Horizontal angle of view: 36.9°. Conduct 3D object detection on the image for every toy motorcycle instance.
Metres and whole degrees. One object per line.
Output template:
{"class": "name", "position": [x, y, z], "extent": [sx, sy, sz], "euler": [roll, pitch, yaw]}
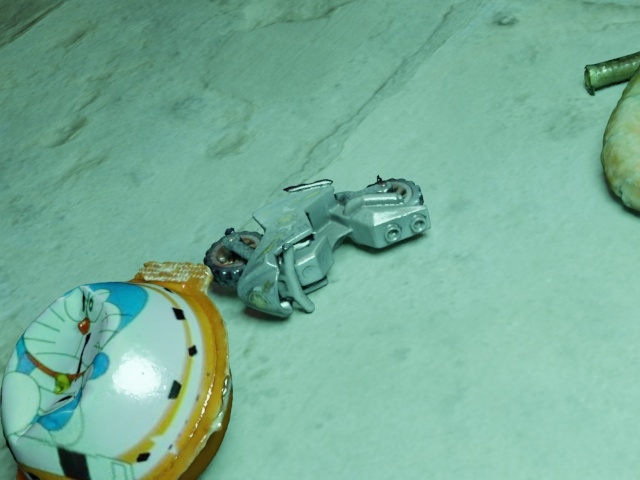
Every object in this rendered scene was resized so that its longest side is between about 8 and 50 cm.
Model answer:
{"class": "toy motorcycle", "position": [0.000, 0.000, 0.873], "extent": [0.215, 0.080, 0.122], "euler": [-20, 36, -5]}

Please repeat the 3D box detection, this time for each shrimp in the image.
{"class": "shrimp", "position": [0.361, -0.133, 0.870], "extent": [0.168, 0.077, 0.317], "euler": [13, 55, 30]}

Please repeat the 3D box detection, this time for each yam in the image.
{"class": "yam", "position": [0.336, -0.180, 0.981], "extent": [0.129, 0.033, 0.027], "euler": [-14, 13, 3]}

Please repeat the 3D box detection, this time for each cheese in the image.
{"class": "cheese", "position": [-0.170, 0.159, 0.716], "extent": [0.216, 0.129, 0.329], "euler": [4, 61, 39]}
